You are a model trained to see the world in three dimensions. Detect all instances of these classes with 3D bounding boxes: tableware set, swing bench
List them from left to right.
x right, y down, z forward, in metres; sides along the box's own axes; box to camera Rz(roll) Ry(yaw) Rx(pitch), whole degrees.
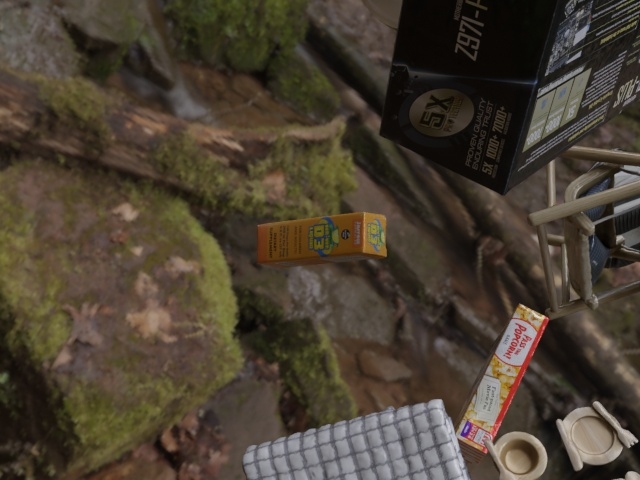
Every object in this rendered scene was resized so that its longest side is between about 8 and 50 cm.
[{"bbox_3d":[0.249,0.240,0.946,0.168,0.020,0.141,-16,54,-6],"label":"tableware set"},{"bbox_3d":[0.446,-0.022,1.389,0.253,0.254,0.165,65,27,-48],"label":"swing bench"}]

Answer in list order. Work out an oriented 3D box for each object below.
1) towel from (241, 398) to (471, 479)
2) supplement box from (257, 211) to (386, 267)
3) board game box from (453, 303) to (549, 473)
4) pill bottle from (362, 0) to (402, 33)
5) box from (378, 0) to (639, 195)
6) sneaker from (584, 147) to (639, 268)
[{"bbox_3d":[0.061,0.319,0.964,0.121,0.235,0.284,21,50,-74],"label":"towel"},{"bbox_3d":[0.000,0.000,1.663,0.080,0.233,0.078,14,73,-56],"label":"supplement box"},{"bbox_3d":[0.213,0.193,1.186,0.045,0.147,0.193,27,66,10],"label":"board game box"},{"bbox_3d":[0.168,-0.325,1.143,0.363,0.210,0.210,21,30,-51],"label":"pill bottle"},{"bbox_3d":[0.121,-0.129,0.475,0.077,0.147,0.180,30,41,28],"label":"box"},{"bbox_3d":[0.690,-0.132,1.827,0.257,0.447,0.169,-94,160,-51],"label":"sneaker"}]
